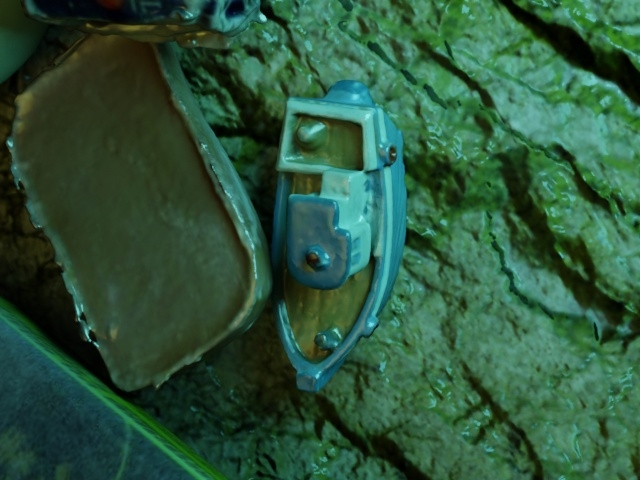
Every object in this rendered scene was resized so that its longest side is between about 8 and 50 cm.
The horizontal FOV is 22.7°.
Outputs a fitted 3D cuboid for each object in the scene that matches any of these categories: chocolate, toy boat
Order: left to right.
[{"bbox_3d":[-0.120,-0.026,1.150,0.161,0.083,0.261,-31,74,24],"label":"chocolate"},{"bbox_3d":[0.000,0.000,1.099,0.088,0.102,0.215,9,104,23],"label":"toy boat"}]

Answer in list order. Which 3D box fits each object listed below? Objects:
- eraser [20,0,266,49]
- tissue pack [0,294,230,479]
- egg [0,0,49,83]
[{"bbox_3d":[-0.107,-0.298,1.059,0.155,0.101,0.332,6,92,18],"label":"eraser"},{"bbox_3d":[-0.221,0.225,1.111,0.394,0.124,0.288,32,85,34],"label":"tissue pack"},{"bbox_3d":[-0.272,-0.177,1.151,0.192,0.149,0.149,-42,83,31],"label":"egg"}]
